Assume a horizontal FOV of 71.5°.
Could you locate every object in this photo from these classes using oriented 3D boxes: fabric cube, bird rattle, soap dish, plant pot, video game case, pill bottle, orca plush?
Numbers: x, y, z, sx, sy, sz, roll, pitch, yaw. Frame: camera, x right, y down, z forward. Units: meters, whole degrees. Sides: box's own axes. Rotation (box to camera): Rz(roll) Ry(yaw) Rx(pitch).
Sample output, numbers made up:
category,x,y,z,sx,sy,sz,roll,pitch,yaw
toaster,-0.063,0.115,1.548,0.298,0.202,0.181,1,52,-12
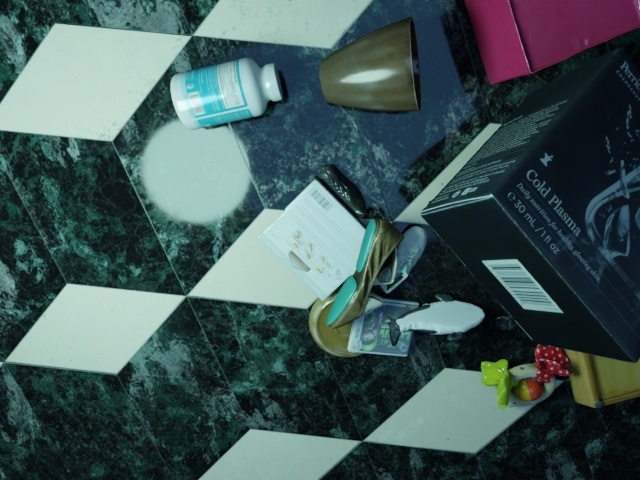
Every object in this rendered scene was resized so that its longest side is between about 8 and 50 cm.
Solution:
category,x,y,z,sx,sy,sz,roll,pitch,yaw
fabric cube,0.516,-0.537,1.018,0.259,0.258,0.254,-21,101,7
bird rattle,0.623,0.414,1.339,0.254,0.143,0.206,-24,122,4
soap dish,0.841,0.334,1.293,0.229,0.118,0.290,-18,104,7
plant pot,0.081,0.256,1.351,0.237,0.032,0.236,1,104,3
video game case,0.187,0.256,1.322,0.191,0.022,0.173,8,100,-14
pill bottle,-0.235,-0.382,1.147,0.264,0.146,0.146,-10,103,5
plant pot,0.123,-0.417,1.109,0.231,0.215,0.215,-3,104,18
orca plush,0.332,0.255,1.302,0.287,0.151,0.102,-19,145,-17

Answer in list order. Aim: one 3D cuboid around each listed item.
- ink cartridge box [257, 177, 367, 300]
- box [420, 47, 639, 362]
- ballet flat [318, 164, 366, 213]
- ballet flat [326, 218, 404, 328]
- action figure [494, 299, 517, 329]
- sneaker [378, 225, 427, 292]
category,x,y,z,sx,sy,sz,roll,pitch,yaw
ink cartridge box,0.000,0.000,1.277,0.239,0.060,0.275,-43,99,12
box,0.590,-0.070,1.037,0.480,0.297,0.472,46,75,-9
ballet flat,0.066,-0.142,1.252,0.173,0.057,0.049,48,142,-8
ballet flat,0.134,0.110,1.222,0.124,0.116,0.342,21,99,-11
action figure,0.612,0.147,1.251,0.276,0.141,0.164,-17,95,-18
sneaker,0.241,0.062,1.263,0.080,0.094,0.212,28,103,-3
